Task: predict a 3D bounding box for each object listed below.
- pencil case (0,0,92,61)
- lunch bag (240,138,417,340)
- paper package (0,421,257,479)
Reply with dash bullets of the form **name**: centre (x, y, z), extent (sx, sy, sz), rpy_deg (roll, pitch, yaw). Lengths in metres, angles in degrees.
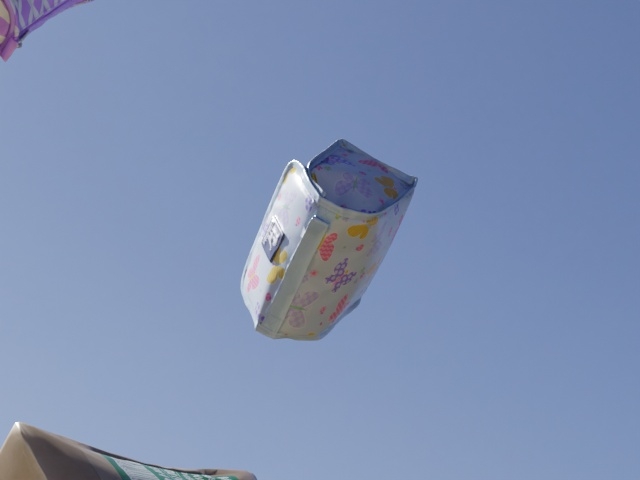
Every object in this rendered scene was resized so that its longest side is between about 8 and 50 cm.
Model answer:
- **pencil case**: centre (-0.265, -0.226, 1.563), extent (0.088, 0.206, 0.086), rpy_deg (32, -57, 3)
- **lunch bag**: centre (0.000, 0.000, 0.757), extent (0.053, 0.071, 0.083), rpy_deg (28, 24, 8)
- **paper package**: centre (-0.100, 0.308, 0.887), extent (0.168, 0.309, 0.325), rpy_deg (19, 17, -35)
